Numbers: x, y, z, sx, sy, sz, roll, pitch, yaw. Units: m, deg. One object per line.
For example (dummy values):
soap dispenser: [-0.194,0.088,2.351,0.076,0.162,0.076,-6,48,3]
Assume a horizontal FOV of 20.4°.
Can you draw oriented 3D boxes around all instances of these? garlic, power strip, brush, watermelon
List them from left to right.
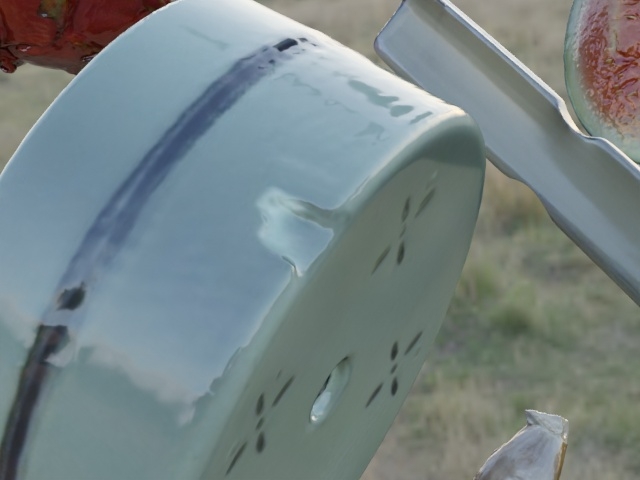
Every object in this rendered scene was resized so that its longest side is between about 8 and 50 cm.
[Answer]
power strip: [-0.059,0.053,0.971,0.161,0.357,0.357,28,22,17]
garlic: [0.204,0.274,1.828,0.090,0.198,0.128,24,50,22]
brush: [0.140,-0.054,1.071,0.050,0.060,0.321,16,24,-44]
watermelon: [0.264,-0.165,1.502,0.063,0.245,0.119,16,-22,-27]

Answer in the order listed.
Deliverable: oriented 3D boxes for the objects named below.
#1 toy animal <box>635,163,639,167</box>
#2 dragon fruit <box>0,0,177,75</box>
toy animal: [0.485,-0.017,1.973,0.258,0.357,0.194,-38,27,33]
dragon fruit: [-0.232,-0.282,1.565,0.343,0.277,0.277,-17,14,-28]
